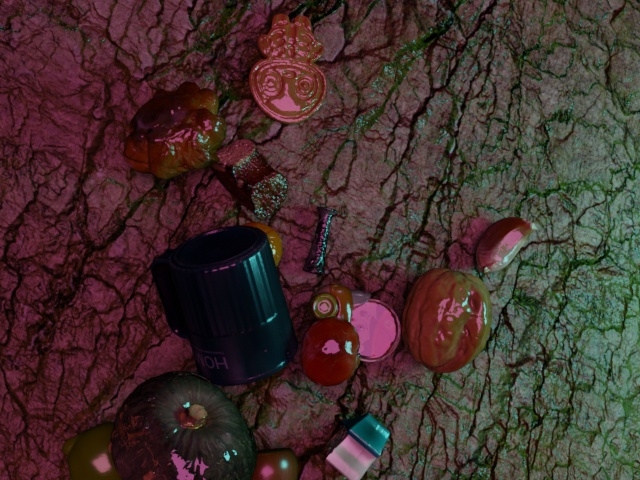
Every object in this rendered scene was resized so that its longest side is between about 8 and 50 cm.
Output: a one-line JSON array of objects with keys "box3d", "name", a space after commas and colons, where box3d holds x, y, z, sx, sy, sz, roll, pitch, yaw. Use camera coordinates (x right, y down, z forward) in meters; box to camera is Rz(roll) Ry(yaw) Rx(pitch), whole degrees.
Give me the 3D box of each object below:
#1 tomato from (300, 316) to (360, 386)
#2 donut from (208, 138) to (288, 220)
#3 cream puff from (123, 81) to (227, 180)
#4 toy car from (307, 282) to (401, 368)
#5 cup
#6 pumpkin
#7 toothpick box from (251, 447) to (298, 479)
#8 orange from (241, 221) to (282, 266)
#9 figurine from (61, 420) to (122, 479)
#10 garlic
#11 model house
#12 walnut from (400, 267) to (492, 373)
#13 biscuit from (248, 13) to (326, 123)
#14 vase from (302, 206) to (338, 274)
[{"box3d": [0.023, 0.252, 1.669, 0.138, 0.091, 0.159, 11, 85, 0], "name": "tomato"}, {"box3d": [-0.181, -0.158, 1.828, 0.126, 0.144, 0.186, -39, 50, -16], "name": "donut"}, {"box3d": [-0.348, -0.257, 1.769, 0.268, 0.155, 0.241, -33, 53, -1], "name": "cream puff"}, {"box3d": [0.084, 0.210, 1.799, 0.234, 0.145, 0.235, 1, 83, -4], "name": "toy car"}, {"box3d": [-0.213, 0.130, 1.694, 0.242, 0.308, 0.292, -23, 117, -24], "name": "cup"}, {"box3d": [-0.295, 0.442, 1.578, 0.327, 0.291, 0.257, 36, 125, 6], "name": "pumpkin"}, {"box3d": [-0.117, 0.640, 1.717, 0.192, 0.192, 0.295, -5, 78, -8], "name": "toothpick box"}, {"box3d": [-0.160, 0.019, 1.803, 0.135, 0.118, 0.136, -1, 65, 3], "name": "orange"}, {"box3d": [-0.454, 0.493, 1.711, 0.263, 0.143, 0.162, -7, 79, -20], "name": "figurine"}, {"box3d": [0.454, 0.025, 1.881, 0.198, 0.128, 0.090, -46, 107, -12], "name": "garlic"}, {"box3d": [0.087, 0.489, 1.784, 0.100, 0.127, 0.149, 43, 83, -2], "name": "model house"}, {"box3d": [0.308, 0.198, 1.801, 0.224, 0.257, 0.257, 9, 82, -39], "name": "walnut"}, {"box3d": [-0.078, -0.443, 1.903, 0.201, 0.044, 0.289, 8, 85, -7], "name": "biscuit"}, {"box3d": [0.000, 0.000, 1.858, 0.059, 0.059, 0.167, 13, 82, -6], "name": "vase"}]
